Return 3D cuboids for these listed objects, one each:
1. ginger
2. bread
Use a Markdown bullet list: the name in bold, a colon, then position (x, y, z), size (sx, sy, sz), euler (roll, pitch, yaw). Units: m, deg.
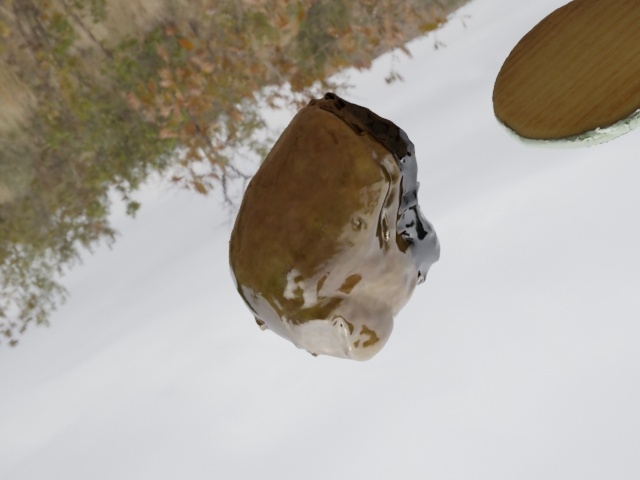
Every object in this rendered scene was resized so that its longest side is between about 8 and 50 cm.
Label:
- **ginger**: position (-0.003, -0.002, 0.919), size (0.223, 0.269, 0.200), euler (-45, -139, -21)
- **bread**: position (0.323, -0.204, 0.960), size (0.267, 0.040, 0.267), euler (-28, -143, 24)
